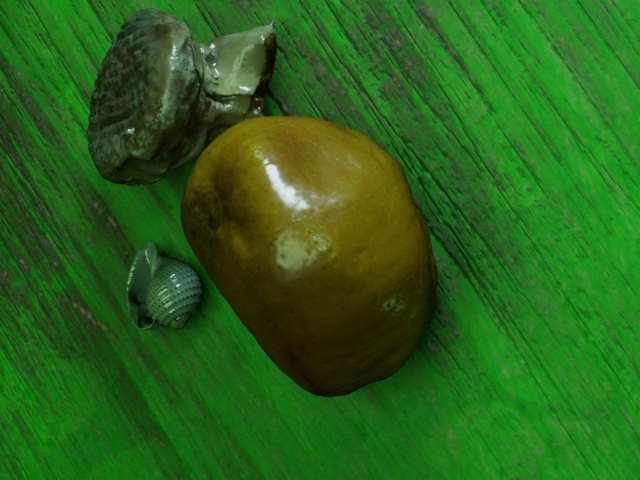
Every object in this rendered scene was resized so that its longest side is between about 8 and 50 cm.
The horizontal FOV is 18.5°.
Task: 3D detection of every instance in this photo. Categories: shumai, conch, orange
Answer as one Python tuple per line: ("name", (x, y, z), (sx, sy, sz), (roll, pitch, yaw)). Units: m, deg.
("shumai", (-0.117, -0.124, 1.735), (0.153, 0.209, 0.161), (4, 85, -21))
("conch", (-0.141, 0.047, 1.783), (0.076, 0.056, 0.085), (-40, 44, 34))
("orange", (0.000, 0.000, 1.641), (0.183, 0.249, 0.249), (-39, 75, 1))
